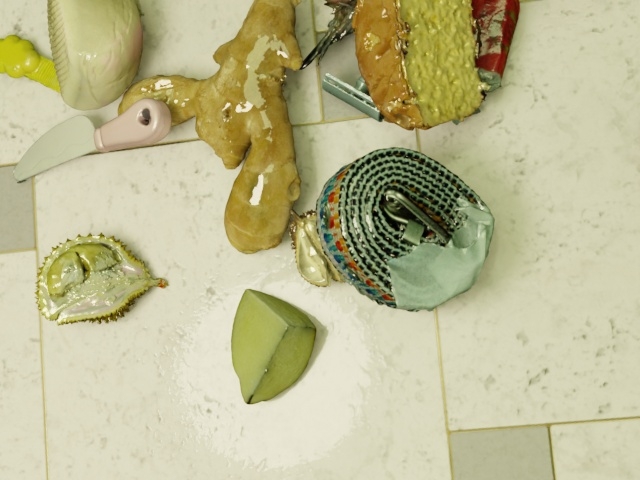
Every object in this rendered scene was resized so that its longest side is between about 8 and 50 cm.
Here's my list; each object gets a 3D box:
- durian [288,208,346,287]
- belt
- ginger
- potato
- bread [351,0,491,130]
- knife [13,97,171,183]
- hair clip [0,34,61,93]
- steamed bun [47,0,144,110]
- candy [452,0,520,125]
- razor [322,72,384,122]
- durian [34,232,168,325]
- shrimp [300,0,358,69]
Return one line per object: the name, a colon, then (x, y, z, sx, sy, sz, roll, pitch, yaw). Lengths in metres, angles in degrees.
durian: (-0.002, 0.001, 1.609, 0.110, 0.071, 0.140, -39, 100, 3)
belt: (0.119, -0.011, 1.522, 0.257, 0.150, 0.207, 41, 76, -9)
ginger: (-0.109, -0.203, 1.623, 0.348, 0.122, 0.363, -46, 66, 18)
potato: (-0.083, 0.163, 1.623, 0.120, 0.081, 0.149, 42, 111, 43)
bread: (0.134, -0.294, 1.537, 0.160, 0.147, 0.260, -18, 101, -34)
knife: (-0.380, -0.164, 1.680, 0.336, 0.043, 0.081, -13, 83, 28)
hair clip: (-0.486, -0.292, 1.760, 0.173, 0.046, 0.072, 29, 86, 15)
steamed bun: (-0.349, -0.331, 1.668, 0.152, 0.170, 0.238, -8, 60, -21)
candy: (0.256, -0.315, 1.606, 0.086, 0.059, 0.292, 15, 85, 14)
razor: (0.107, -0.309, 1.639, 0.106, 0.068, 0.232, 31, 85, 13)
durian: (-0.348, 0.061, 1.670, 0.208, 0.102, 0.146, -1, 85, -12)
shrimp: (0.069, -0.431, 1.630, 0.372, 0.137, 0.172, -42, 47, -3)
